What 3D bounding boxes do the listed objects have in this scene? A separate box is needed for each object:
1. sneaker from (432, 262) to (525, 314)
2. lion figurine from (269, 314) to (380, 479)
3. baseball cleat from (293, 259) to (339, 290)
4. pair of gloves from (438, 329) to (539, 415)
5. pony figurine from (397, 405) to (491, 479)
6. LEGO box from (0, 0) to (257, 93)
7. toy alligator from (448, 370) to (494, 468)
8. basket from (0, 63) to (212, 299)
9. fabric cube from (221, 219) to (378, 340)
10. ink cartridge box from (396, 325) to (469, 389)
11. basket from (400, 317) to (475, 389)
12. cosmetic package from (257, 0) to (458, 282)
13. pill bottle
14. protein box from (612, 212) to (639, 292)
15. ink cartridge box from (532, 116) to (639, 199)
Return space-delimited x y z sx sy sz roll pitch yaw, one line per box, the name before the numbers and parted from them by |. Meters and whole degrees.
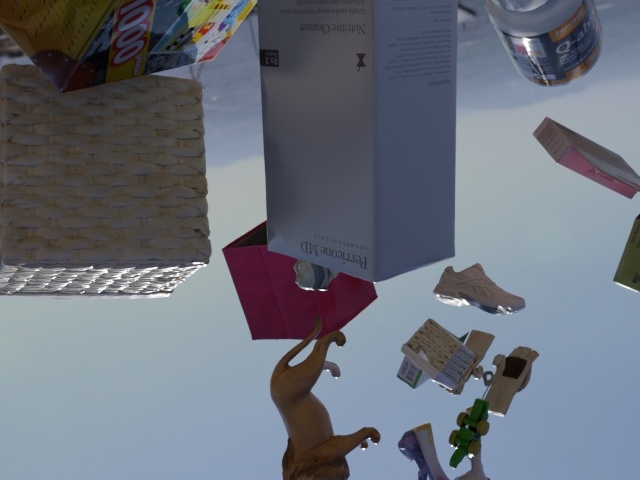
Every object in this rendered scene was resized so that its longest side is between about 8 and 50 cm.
sneaker | 0.399 0.113 2.217 0.232 0.115 0.090 13 164 20
lion figurine | -0.023 0.368 1.835 0.240 0.392 0.142 -19 171 -27
baseball cleat | 0.000 0.000 1.834 0.109 0.206 0.072 7 178 -21
pair of gloves | 0.432 0.335 2.336 0.240 0.042 0.204 21 -116 47
pony figurine | 0.301 0.577 1.975 0.351 0.363 0.303 -9 164 -40
LEGO box | -0.162 -0.453 1.151 0.500 0.193 0.372 -46 174 31
toy alligator | 0.289 0.334 1.650 0.056 0.189 0.051 17 168 40
basket | -0.365 -0.086 1.409 0.331 0.328 0.266 1 167 -25
fabric cube | -0.049 0.083 2.264 0.259 0.258 0.254 -5 -160 37
ink cartridge box | 0.287 0.287 2.280 0.062 0.109 0.209 35 -148 25
basket | 0.272 0.258 2.039 0.103 0.113 0.167 -51 152 2
cosmetic package | 0.046 -0.161 1.121 0.156 0.385 0.217 -13 -163 -40
pill bottle | 0.362 -0.378 1.463 0.162 0.162 0.278 -9 160 24
protein box | 0.914 0.041 2.357 0.201 0.199 0.136 24 -148 25
ink cartridge box | 0.698 -0.172 2.220 0.296 0.066 0.261 19 -152 -31
